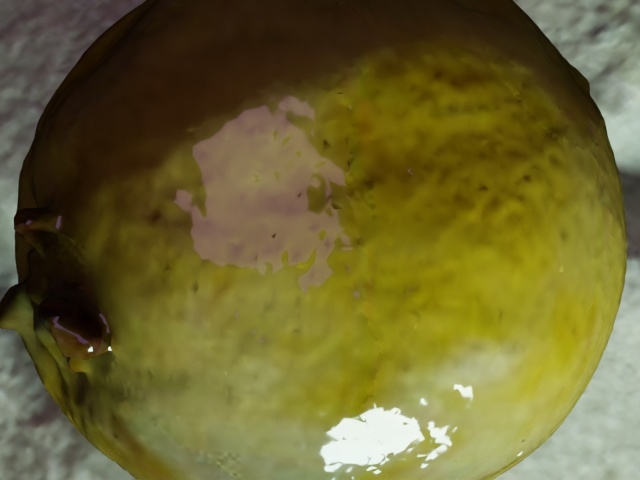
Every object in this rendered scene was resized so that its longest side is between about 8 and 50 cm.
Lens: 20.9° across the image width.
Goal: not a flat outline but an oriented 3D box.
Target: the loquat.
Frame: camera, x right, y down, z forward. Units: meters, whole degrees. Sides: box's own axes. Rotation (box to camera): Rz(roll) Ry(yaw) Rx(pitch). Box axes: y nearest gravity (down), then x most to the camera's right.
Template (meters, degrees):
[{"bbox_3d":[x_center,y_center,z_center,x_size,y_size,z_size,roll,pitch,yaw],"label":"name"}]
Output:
[{"bbox_3d":[0.000,0.000,0.658,0.238,0.193,0.238,2,85,-19],"label":"loquat"}]
